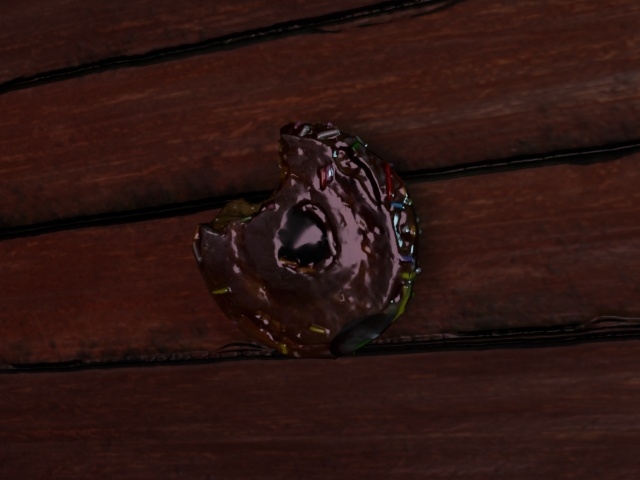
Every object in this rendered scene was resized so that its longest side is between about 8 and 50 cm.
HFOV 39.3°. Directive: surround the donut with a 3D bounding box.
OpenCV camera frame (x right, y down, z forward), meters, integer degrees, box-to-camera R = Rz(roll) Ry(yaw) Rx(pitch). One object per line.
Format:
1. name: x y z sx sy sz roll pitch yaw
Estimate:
1. donut: -0.001 0.001 0.880 0.216 0.096 0.230 36 109 9
